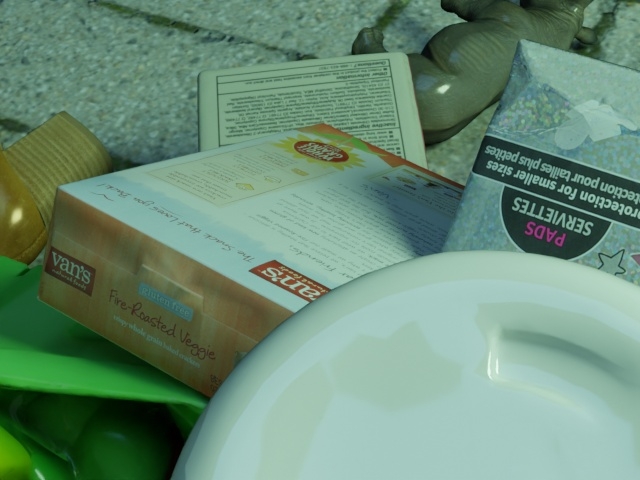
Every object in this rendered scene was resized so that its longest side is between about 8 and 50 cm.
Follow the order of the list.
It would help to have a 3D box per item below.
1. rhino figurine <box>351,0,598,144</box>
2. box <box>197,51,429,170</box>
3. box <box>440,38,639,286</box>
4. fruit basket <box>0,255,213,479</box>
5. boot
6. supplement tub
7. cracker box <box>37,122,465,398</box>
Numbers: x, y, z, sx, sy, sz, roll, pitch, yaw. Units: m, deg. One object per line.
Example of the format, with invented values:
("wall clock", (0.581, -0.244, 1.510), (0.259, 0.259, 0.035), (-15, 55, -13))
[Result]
("rhino figurine", (0.130, -0.150, 1.143), (0.243, 0.073, 0.106), (-32, 47, -24))
("box", (0.000, 0.000, 0.977), (0.149, 0.127, 0.232), (-5, 46, 0))
("box", (0.202, 0.018, 0.702), (0.247, 0.163, 0.142), (20, 92, 31))
("fruit basket", (-0.207, 0.154, 0.744), (0.392, 0.283, 0.392), (-2, 31, 1))
("boot", (-0.319, -0.060, 1.094), (0.295, 0.104, 0.211), (33, 58, 27))
("supplement tub", (0.077, 0.170, 0.636), (0.235, 0.325, 0.235), (-4, 63, 7))
("cracker box", (-0.008, 0.010, 0.766), (0.156, 0.067, 0.232), (27, 24, 27))
